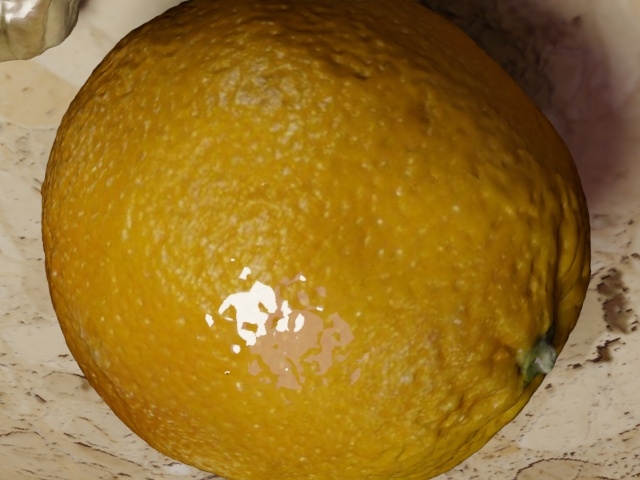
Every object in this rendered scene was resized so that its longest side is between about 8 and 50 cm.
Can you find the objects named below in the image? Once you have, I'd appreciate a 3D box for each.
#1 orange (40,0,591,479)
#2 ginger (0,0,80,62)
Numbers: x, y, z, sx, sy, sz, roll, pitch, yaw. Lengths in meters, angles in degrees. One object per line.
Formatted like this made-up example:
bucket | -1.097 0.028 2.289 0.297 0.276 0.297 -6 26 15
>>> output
orange | 0.000 0.000 0.615 0.264 0.264 0.264 5 134 5
ginger | -0.203 -0.116 0.668 0.190 0.069 0.095 -24 147 28
